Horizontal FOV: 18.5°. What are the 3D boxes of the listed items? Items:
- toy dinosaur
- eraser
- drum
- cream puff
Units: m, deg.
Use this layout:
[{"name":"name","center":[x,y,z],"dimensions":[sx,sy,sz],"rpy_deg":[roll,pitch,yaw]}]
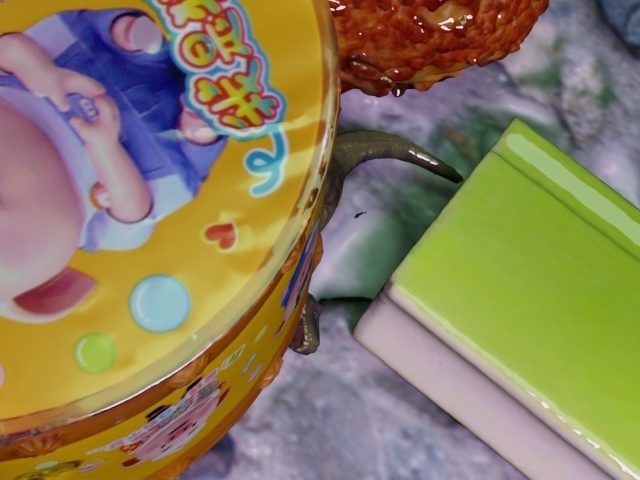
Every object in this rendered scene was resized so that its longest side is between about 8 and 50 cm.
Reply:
[{"name":"toy dinosaur","center":[0.000,0.000,1.361],"dimensions":[0.179,0.087,0.187],"rpy_deg":[29,66,-42]},{"name":"eraser","center":[0.186,0.068,1.353],"dimensions":[0.274,0.092,0.210],"rpy_deg":[36,53,4]},{"name":"drum","center":[-0.198,-0.053,1.124],"dimensions":[0.431,0.214,0.431],"rpy_deg":[1,68,-2]},{"name":"cream puff","center":[0.028,-0.260,1.407],"dimensions":[0.350,0.229,0.350],"rpy_deg":[9,59,-15]}]
